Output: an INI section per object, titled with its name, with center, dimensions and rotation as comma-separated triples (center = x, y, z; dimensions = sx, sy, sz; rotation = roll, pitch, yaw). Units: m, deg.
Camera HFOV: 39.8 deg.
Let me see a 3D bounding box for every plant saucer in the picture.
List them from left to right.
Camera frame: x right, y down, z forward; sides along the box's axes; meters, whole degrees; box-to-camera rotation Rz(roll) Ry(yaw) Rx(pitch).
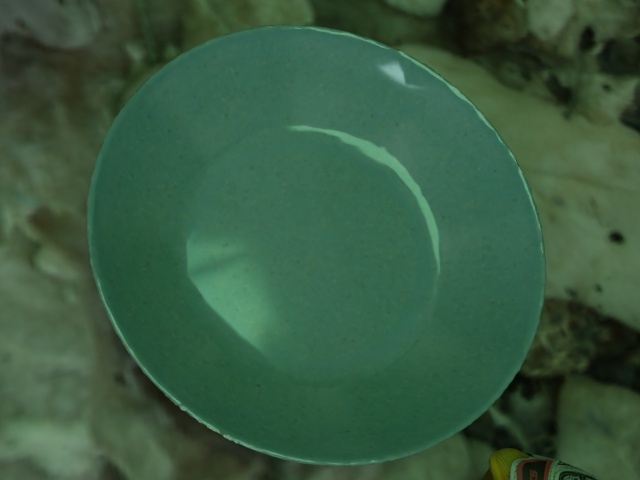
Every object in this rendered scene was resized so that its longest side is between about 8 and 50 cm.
[plant saucer]
center = 0.000, 0.000, 0.377
dimensions = 0.195, 0.037, 0.194
rotation = 6, 66, -14

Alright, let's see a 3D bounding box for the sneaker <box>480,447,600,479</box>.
[sneaker]
center = 0.036, 0.169, 0.304
dimensions = 0.093, 0.088, 0.225
rotation = 34, 61, 22
